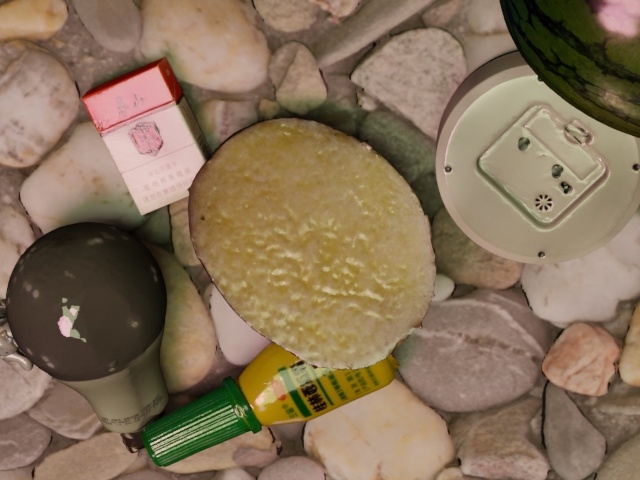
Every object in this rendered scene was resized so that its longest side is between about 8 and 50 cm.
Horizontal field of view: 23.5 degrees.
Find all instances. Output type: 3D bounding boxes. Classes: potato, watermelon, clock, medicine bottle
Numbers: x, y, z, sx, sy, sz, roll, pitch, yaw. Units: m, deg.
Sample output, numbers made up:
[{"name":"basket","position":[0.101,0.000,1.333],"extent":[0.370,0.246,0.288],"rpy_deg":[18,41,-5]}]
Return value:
[{"name":"potato","position":[0.000,0.000,1.716],"extent":[0.299,0.116,0.239],"rpy_deg":[42,95,6]},{"name":"watermelon","position":[0.344,-0.263,1.460],"extent":[0.363,0.363,0.363],"rpy_deg":[2,112,6]},{"name":"clock","position":[0.241,-0.091,1.675],"extent":[0.230,0.083,0.230],"rpy_deg":[2,111,4]},{"name":"medicine bottle","position":[-0.062,0.178,1.793],"extent":[0.309,0.076,0.111],"rpy_deg":[-25,112,5]}]

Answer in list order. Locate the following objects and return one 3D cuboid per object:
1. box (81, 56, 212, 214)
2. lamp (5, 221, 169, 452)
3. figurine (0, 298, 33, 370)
[{"name":"box","position":[-0.188,-0.117,1.734],"extent":[0.100,0.048,0.152],"rpy_deg":[-22,110,12]},{"name":"lamp","position":[-0.260,0.130,1.771],"extent":[0.182,0.182,0.314],"rpy_deg":[-1,115,7]},{"name":"figurine","position":[-0.372,0.116,1.828],"extent":[0.086,0.082,0.094],"rpy_deg":[-32,104,10]}]
